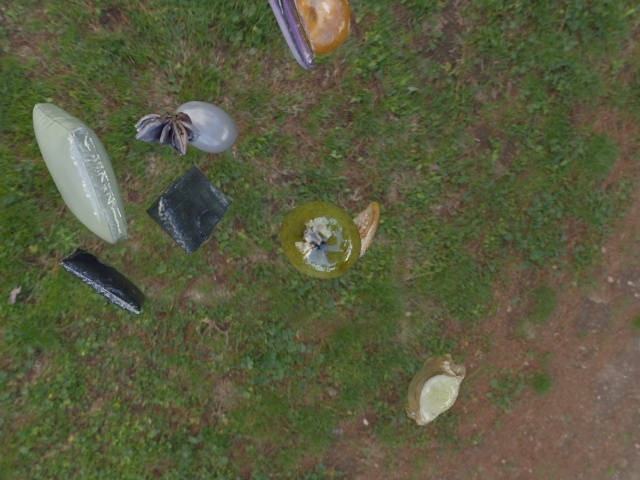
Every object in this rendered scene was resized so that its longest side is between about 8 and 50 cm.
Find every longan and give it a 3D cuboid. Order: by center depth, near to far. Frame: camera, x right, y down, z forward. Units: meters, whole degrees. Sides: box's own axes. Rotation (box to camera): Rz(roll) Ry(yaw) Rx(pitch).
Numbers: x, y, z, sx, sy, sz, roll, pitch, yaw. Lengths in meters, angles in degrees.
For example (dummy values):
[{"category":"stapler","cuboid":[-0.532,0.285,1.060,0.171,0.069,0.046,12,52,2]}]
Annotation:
[{"category":"longan","cuboid":[0.000,0.000,0.847,0.145,0.176,0.154,-26,87,-2]}]

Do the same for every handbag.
[{"category":"handbag","cuboid":[-0.357,-0.090,1.233,0.089,0.270,0.175,-32,111,36]}]

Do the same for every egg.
[{"category":"egg","cuboid":[-0.436,-0.434,1.675,0.232,0.176,0.176,30,96,-30]}]

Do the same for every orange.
[{"category":"orange","cuboid":[-0.002,-0.795,1.585,0.171,0.240,0.240,-37,119,-47]}]

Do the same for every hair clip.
[{"category":"hair clip","cuboid":[-0.056,-0.427,0.797,0.096,0.358,0.110,-39,71,-5]}]

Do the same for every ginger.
[{"category":"ginger","cuboid":[0.202,0.267,0.809,0.074,0.213,0.137,43,90,10]}]

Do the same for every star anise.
[{"category":"star anise","cuboid":[-0.476,-0.343,1.389,0.229,0.236,0.093,-22,139,-42]}]

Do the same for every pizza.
[{"category":"pizza","cuboid":[0.069,-0.025,1.187,0.052,0.195,0.185,46,50,-31]}]

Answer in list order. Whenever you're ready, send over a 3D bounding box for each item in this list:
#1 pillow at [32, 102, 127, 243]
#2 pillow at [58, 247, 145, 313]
[{"category":"pillow","cuboid":[-0.596,-0.165,1.105,0.120,0.255,0.322,-32,137,-34]},{"category":"pillow","cuboid":[-0.514,0.098,1.063,0.208,0.141,0.055,42,86,-17]}]
